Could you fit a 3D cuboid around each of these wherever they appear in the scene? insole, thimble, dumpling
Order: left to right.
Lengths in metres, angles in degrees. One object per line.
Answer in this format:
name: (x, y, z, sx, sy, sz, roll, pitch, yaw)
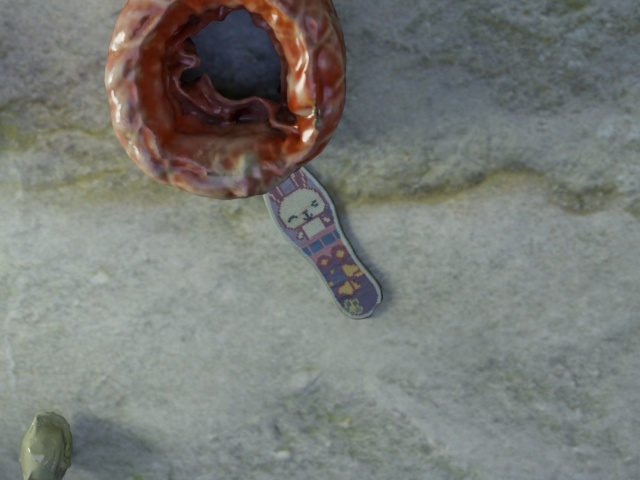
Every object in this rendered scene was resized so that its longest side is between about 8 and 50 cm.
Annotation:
dumpling: (-0.285, 0.224, 1.655, 0.057, 0.076, 0.052, 5, 147, -25)
thimble: (-0.088, -0.164, 1.488, 0.239, 0.162, 0.239, 0, 106, -1)
insole: (0.000, 0.000, 1.622, 0.065, 0.004, 0.197, -30, 105, 7)
